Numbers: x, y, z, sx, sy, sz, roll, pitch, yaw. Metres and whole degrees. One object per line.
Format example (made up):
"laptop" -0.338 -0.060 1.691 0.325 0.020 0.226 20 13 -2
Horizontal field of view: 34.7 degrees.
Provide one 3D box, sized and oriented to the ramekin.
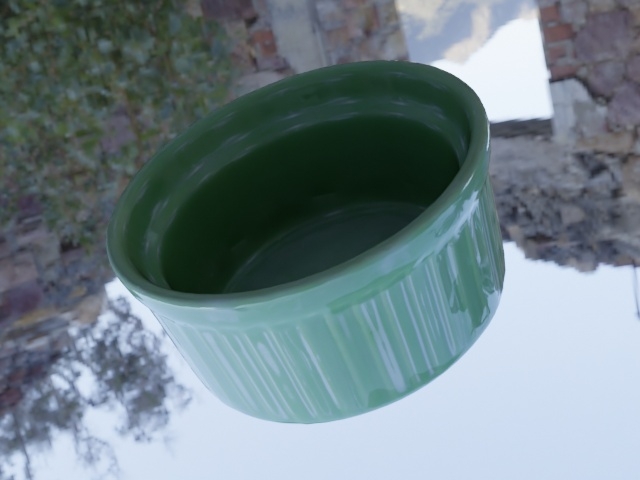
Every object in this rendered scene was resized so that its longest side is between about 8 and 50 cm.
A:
"ramekin" 0.000 0.000 0.811 0.303 0.148 0.303 -16 -146 11
